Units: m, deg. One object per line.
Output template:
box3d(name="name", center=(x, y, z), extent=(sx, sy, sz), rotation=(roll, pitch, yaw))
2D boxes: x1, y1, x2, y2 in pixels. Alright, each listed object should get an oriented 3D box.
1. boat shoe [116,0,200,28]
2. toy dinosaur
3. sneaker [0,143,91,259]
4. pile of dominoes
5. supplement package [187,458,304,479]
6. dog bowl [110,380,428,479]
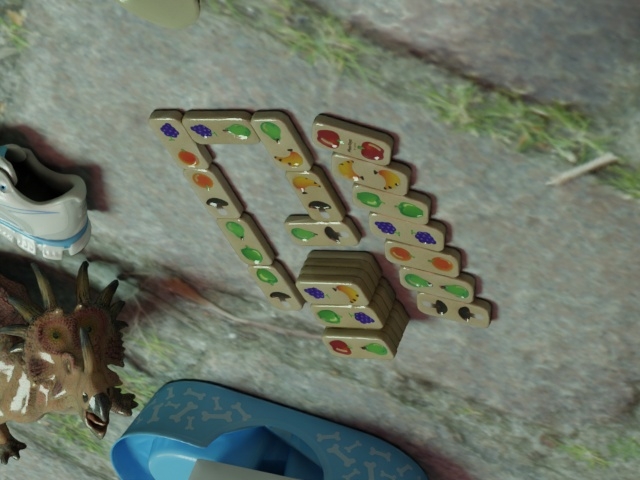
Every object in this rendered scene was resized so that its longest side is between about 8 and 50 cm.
box3d(name="boat shoe", center=(-0.130, -0.187, 1.268), extent=(0.133, 0.042, 0.049), rotation=(35, 126, -17))
box3d(name="toy dinosaur", center=(-0.266, 0.079, 1.681), extent=(0.295, 0.127, 0.200), rotation=(26, 143, 18))
box3d(name="sneaker", center=(-0.267, -0.053, 1.537), extent=(0.190, 0.071, 0.083), rotation=(15, 142, -2))
box3d(name="pile of dominoes", center=(0.000, 0.000, 1.460), extent=(0.196, 0.040, 0.251), rotation=(1, 142, 31))
box3d(name="supplement package", center=(-0.060, 0.286, 1.720), extent=(0.105, 0.105, 0.179), rotation=(10, 146, 20))
box3d(name="dog bowl", center=(-0.038, 0.212, 1.767), extent=(0.297, 0.074, 0.166), rotation=(17, 148, 11))
